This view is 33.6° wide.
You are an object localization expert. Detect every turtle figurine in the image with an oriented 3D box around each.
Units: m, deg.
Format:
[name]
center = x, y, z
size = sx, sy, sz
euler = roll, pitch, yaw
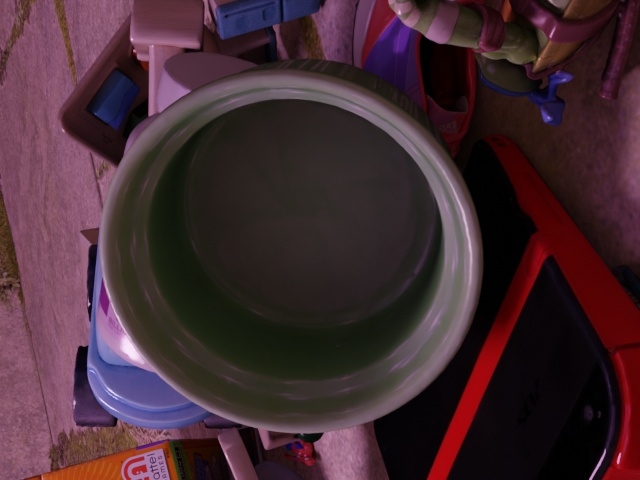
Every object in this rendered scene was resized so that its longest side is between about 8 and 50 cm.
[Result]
[turtle figurine]
center = 0.128, -0.233, 0.732
size = 0.275, 0.197, 0.266
euler = 66, 150, 19

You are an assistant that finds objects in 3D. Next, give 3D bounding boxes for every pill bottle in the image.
[pill bottle]
center = -0.124, -0.027, 1.071
size = 0.169, 0.169, 0.302
euler = 48, 131, 47

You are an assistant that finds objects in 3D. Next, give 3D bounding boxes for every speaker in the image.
[speaker]
center = -0.112, 0.311, 1.545
size = 0.055, 0.055, 0.136
euler = -8, 91, 63

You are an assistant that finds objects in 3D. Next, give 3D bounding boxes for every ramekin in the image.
[ramekin]
center = -0.017, -0.007, 0.889
size = 0.148, 0.303, 0.304
euler = -70, -17, -68

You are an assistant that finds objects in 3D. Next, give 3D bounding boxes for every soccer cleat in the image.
[soccer cleat]
center = 0.084, -0.090, 0.975
size = 0.116, 0.108, 0.318
euler = 33, 125, 51

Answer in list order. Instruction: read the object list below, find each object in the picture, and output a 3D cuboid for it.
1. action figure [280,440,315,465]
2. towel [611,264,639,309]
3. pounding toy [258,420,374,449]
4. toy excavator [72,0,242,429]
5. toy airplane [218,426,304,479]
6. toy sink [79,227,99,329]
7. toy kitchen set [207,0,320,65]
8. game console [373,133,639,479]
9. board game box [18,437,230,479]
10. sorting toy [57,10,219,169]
[action figure]
center = -0.038, 0.273, 1.418
size = 0.115, 0.030, 0.038
euler = 27, 117, 56
[towel]
center = 0.237, 0.239, 0.855
size = 0.271, 0.040, 0.370
euler = 58, 146, 36
[pounding toy]
center = -0.011, 0.179, 1.241
size = 0.100, 0.130, 0.141
euler = 109, 143, -64
[toy excavator]
center = -0.182, -0.009, 1.285
size = 0.445, 0.222, 0.433
euler = 109, 163, -65
[toy airplane]
center = -0.008, 0.435, 1.216
size = 0.386, 0.272, 0.385
euler = 54, -159, -60
[toy sink]
center = -0.301, 0.097, 1.739
size = 0.131, 0.152, 0.234
euler = 32, 128, 56
[toy kitchen set]
center = -0.040, -0.184, 1.210
size = 0.207, 0.122, 0.166
euler = 90, 160, -65
[game console]
center = 0.153, 0.154, 0.912
size = 0.342, 0.060, 0.387
euler = -108, 28, -50
[board game box]
center = -0.291, 0.496, 1.487
size = 0.356, 0.356, 0.357
euler = 55, -161, -78
[sorting toy]
center = -0.208, -0.190, 1.407
size = 0.041, 0.307, 0.229
euler = 31, 87, 20
